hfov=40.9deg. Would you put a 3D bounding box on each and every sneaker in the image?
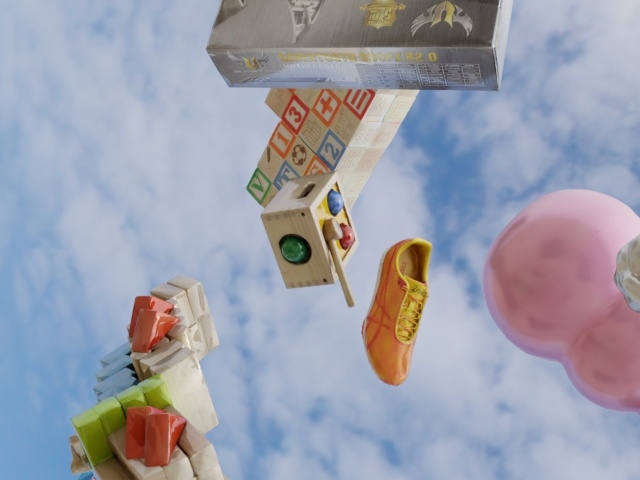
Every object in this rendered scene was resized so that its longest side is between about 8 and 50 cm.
[{"bbox_3d":[0.089,0.076,0.971,0.067,0.064,0.175,-29,-130,59],"label":"sneaker"}]

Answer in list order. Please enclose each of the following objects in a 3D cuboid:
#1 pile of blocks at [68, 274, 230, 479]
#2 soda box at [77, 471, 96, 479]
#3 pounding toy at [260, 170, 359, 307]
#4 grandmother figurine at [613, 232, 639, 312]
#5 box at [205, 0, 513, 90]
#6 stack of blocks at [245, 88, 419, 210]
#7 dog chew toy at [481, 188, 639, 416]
[{"bbox_3d":[-0.174,0.130,0.812,0.362,0.149,0.113,-111,-173,-66],"label":"pile of blocks"},{"bbox_3d":[-0.298,0.391,1.180,0.071,0.067,0.210,19,-49,7],"label":"soda box"},{"bbox_3d":[0.000,0.000,1.093,0.100,0.141,0.130,-8,-65,24],"label":"pounding toy"},{"bbox_3d":[0.327,-0.035,0.622,0.342,0.104,0.208,114,-38,-55],"label":"grandmother figurine"},{"bbox_3d":[0.040,-0.211,0.695,0.231,0.056,0.183,5,-116,20],"label":"box"},{"bbox_3d":[0.005,-0.164,1.215,0.171,0.087,0.297,48,-56,30],"label":"stack of blocks"},{"bbox_3d":[0.343,0.096,0.969,0.332,0.206,0.206,46,-52,21],"label":"dog chew toy"}]
